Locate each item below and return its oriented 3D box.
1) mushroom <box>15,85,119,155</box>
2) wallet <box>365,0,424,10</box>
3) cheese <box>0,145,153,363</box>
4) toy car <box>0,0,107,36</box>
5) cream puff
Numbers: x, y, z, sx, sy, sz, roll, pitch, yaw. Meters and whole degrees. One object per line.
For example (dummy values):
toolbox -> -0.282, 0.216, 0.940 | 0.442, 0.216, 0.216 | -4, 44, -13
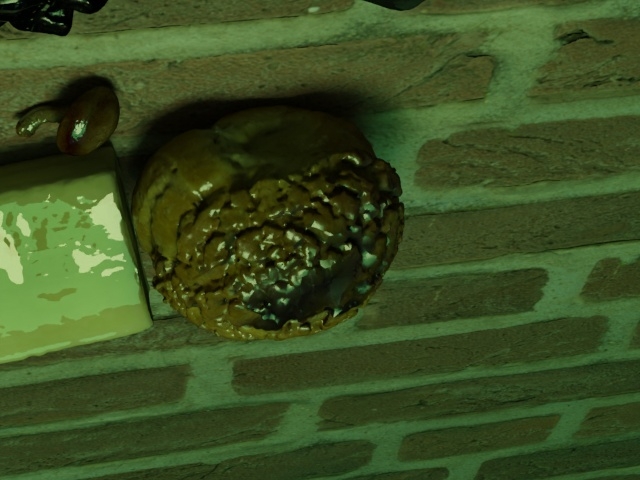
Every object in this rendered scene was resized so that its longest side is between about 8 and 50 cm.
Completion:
mushroom -> -0.296, -0.134, 1.837 | 0.129, 0.072, 0.088 | -16, -176, 13
wallet -> -0.007, -0.352, 1.583 | 0.406, 0.062, 0.228 | 11, 143, -35
cheese -> -0.364, 0.023, 1.945 | 0.265, 0.124, 0.242 | -12, 117, -3
toy car -> -0.319, -0.267, 1.486 | 0.193, 0.118, 0.301 | 1, 178, -22
cream puff -> -0.056, -0.009, 1.932 | 0.343, 0.231, 0.327 | 22, 120, -43
